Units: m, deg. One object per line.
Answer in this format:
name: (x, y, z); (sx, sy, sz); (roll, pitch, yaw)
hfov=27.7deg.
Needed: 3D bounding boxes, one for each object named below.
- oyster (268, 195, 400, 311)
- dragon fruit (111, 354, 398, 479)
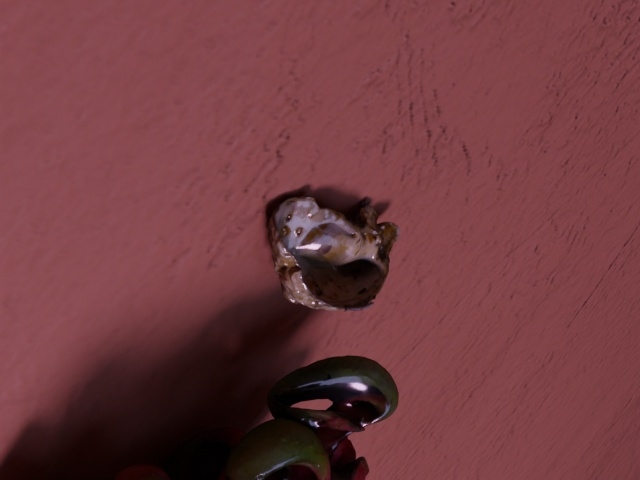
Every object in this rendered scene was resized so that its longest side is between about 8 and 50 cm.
oyster: (0.000, 0.000, 0.635); (0.083, 0.038, 0.080); (53, 51, -33)
dragon fruit: (-0.061, 0.195, 0.626); (0.198, 0.272, 0.218); (0, 150, 5)
